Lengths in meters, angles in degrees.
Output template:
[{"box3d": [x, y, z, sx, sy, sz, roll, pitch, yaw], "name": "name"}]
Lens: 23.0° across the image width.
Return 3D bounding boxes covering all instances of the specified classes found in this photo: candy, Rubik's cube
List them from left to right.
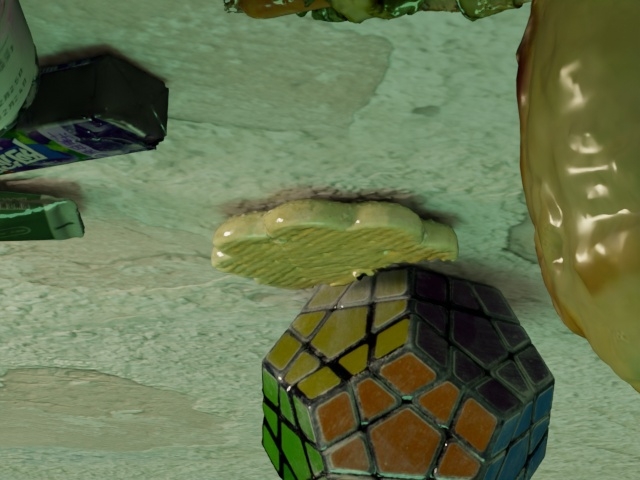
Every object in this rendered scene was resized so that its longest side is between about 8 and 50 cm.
[{"box3d": [-0.267, -0.087, 1.250, 0.312, 0.061, 0.088, -8, 161, 32], "name": "candy"}, {"box3d": [0.089, 0.179, 1.652, 0.264, 0.319, 0.319, 25, 171, 26], "name": "Rubik's cube"}]

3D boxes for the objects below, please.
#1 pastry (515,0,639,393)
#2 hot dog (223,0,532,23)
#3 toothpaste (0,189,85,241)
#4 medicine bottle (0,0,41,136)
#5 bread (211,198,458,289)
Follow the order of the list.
[{"box3d": [0.266, -0.060, 0.755, 0.389, 0.388, 0.313, 11, 177, -19], "name": "pastry"}, {"box3d": [0.064, -0.171, 0.913, 0.270, 0.072, 0.109, -6, 157, 25], "name": "hot dog"}, {"box3d": [-0.419, -0.028, 1.468, 0.392, 0.061, 0.099, 1, 161, -1], "name": "toothpaste"}, {"box3d": [-0.253, -0.140, 0.975, 0.135, 0.135, 0.168, 4, 162, 0], "name": "medicine bottle"}, {"box3d": [0.000, 0.000, 1.490, 0.251, 0.039, 0.182, -14, 154, 43], "name": "bread"}]
